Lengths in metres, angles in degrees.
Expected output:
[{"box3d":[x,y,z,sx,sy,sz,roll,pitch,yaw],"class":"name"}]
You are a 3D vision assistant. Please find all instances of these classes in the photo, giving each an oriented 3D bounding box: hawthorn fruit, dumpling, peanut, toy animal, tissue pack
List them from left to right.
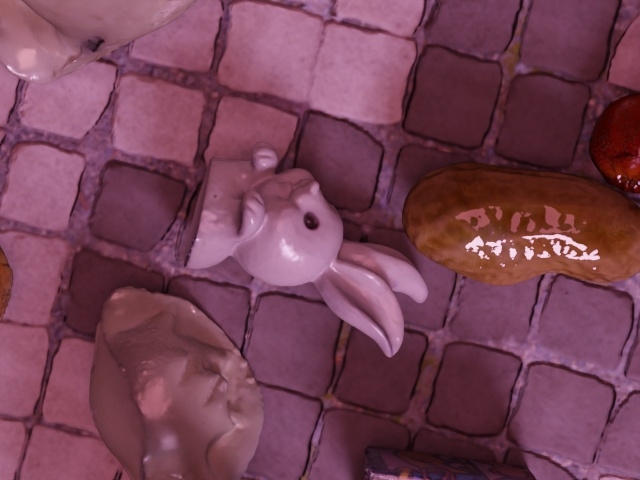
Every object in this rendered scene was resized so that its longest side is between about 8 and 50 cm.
[{"box3d":[-0.189,-0.289,1.618,0.243,0.187,0.318,50,127,12],"class":"dumpling"},{"box3d":[-0.123,0.134,1.707,0.155,0.111,0.181,-5,105,-31],"class":"dumpling"},{"box3d":[-0.003,0.000,1.680,0.220,0.104,0.131,18,125,-3],"class":"toy animal"},{"box3d":[0.111,0.225,1.706,0.155,0.115,0.065,9,94,-1],"class":"tissue pack"},{"box3d":[0.181,-0.011,1.693,0.226,0.095,0.108,4,125,-6],"class":"peanut"},{"box3d":[0.278,-0.088,1.695,0.093,0.093,0.093,0,96,0],"class":"hawthorn fruit"}]

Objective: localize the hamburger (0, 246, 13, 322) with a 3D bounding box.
[{"box3d":[-0.343,-0.001,1.693,0.176,0.087,0.102,24,97,-1],"class":"hamburger"}]
